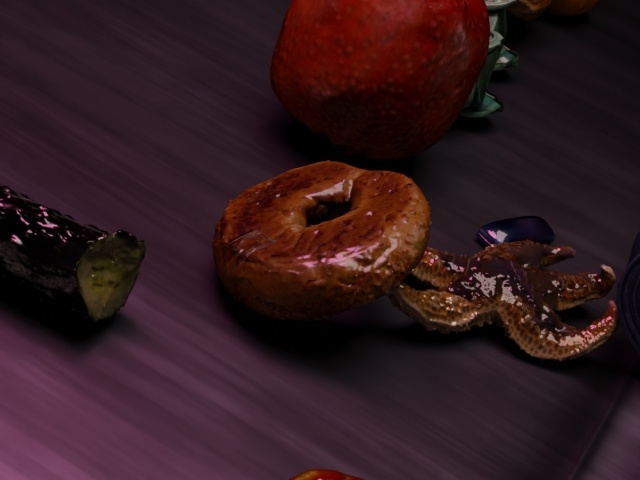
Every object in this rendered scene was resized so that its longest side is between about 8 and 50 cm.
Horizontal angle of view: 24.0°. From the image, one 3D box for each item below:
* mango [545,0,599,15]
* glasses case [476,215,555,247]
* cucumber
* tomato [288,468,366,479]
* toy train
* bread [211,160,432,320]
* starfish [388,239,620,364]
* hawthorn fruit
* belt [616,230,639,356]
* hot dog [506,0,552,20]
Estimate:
[{"bbox_3d":[0.304,-0.342,1.901,0.105,0.084,0.159,10,34,-23],"label":"mango"},{"bbox_3d":[0.187,-0.008,1.414,0.083,0.023,0.033,-10,41,-36],"label":"glasses case"},{"bbox_3d":[-0.280,-0.028,1.168,0.303,0.081,0.072,25,-10,17],"label":"cucumber"},{"bbox_3d":[0.005,0.196,0.987,0.087,0.075,0.087,5,48,-6],"label":"tomato"},{"bbox_3d":[0.132,-0.212,1.633,0.159,0.101,0.248,8,31,12],"label":"toy train"},{"bbox_3d":[0.000,0.000,1.228,0.193,0.064,0.193,-11,33,7],"label":"bread"},{"bbox_3d":[0.142,0.034,1.301,0.238,0.071,0.216,-8,36,-47],"label":"starfish"},{"bbox_3d":[0.069,-0.205,1.430,0.205,0.253,0.205,26,13,-7],"label":"hawthorn fruit"},{"bbox_3d":[0.338,0.065,1.267,0.190,0.141,0.082,51,35,-11],"label":"belt"},{"bbox_3d":[0.196,-0.366,1.815,0.175,0.114,0.259,23,15,-42],"label":"hot dog"}]
